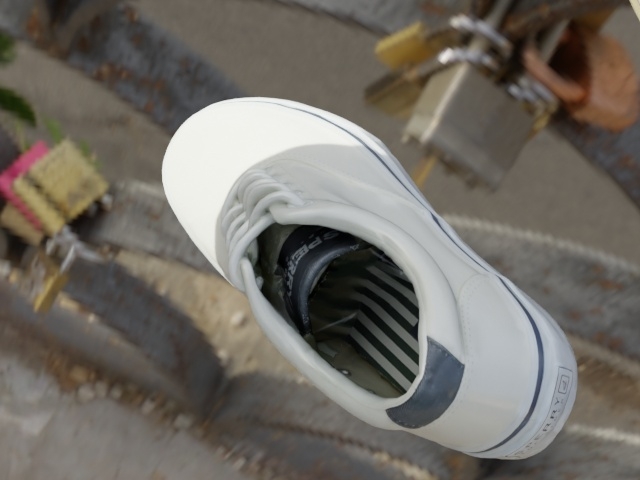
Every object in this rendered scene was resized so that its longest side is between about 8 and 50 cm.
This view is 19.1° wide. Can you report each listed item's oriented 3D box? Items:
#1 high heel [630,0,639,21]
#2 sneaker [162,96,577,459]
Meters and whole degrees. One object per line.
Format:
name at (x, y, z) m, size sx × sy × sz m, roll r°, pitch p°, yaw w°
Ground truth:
high heel at (0.171, -0.062, 0.375) m, size 0.261 × 0.186 × 0.093 m, roll 43°, pitch 42°, yaw -33°
sneaker at (0.000, 0.000, 0.803) m, size 0.091 × 0.258 × 0.094 m, roll 21°, pitch 100°, yaw -45°
